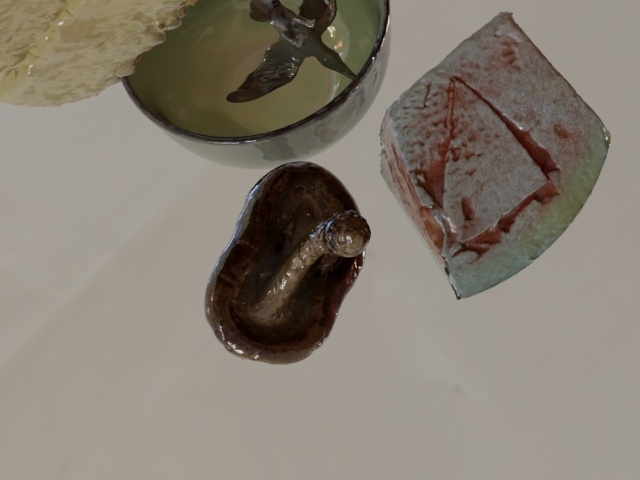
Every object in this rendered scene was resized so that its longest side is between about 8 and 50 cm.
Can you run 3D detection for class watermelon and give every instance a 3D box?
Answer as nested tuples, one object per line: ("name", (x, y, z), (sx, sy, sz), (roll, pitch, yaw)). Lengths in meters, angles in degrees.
("watermelon", (0.136, -0.099, 1.802), (0.201, 0.213, 0.262), (50, 180, -30))

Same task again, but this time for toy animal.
("toy animal", (-0.021, -0.241, 2.282), (0.155, 0.219, 0.095), (35, 177, 16))

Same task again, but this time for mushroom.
("mushroom", (0.000, 0.000, 1.805), (0.148, 0.217, 0.227), (26, -119, -17))

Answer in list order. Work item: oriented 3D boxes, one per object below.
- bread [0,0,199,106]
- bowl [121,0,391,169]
("bread", (-0.291, -0.333, 1.622), (0.279, 0.371, 0.390), (-19, -97, -32))
("bowl", (-0.065, -0.227, 2.365), (0.185, 0.353, 0.354), (61, -172, -58))
